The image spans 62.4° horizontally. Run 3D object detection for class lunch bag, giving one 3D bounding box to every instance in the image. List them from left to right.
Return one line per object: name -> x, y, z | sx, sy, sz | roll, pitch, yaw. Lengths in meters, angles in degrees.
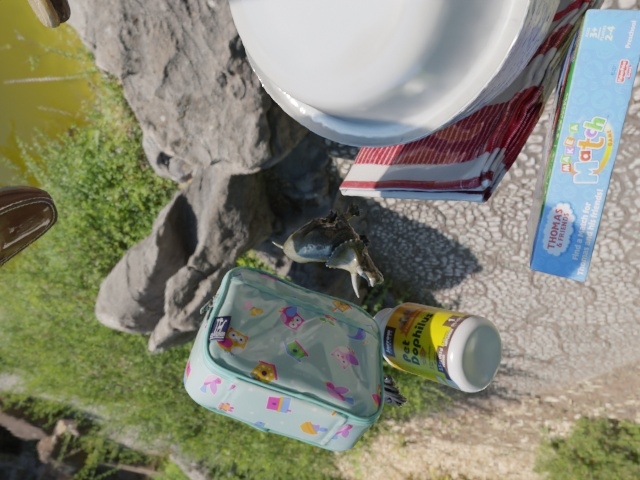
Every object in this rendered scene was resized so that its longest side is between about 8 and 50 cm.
lunch bag -> -0.046, 0.157, 0.768 | 0.279, 0.224, 0.108 | 23, 128, -11

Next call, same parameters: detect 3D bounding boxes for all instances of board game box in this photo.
board game box -> 0.196, -0.071, 0.413 | 0.039, 0.160, 0.211 | 12, -167, 20

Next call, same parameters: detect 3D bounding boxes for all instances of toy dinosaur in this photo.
toy dinosaur -> 0.000, 0.000, 1.100 | 0.313, 0.160, 0.121 | 11, 120, 32

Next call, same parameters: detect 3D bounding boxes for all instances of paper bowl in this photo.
paper bowl -> 0.036, -0.218, 0.428 | 0.284, 0.148, 0.284 | 18, 122, 32

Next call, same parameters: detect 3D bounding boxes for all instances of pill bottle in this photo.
pill bottle -> 0.181, 0.168, 0.879 | 0.117, 0.117, 0.215 | 32, 164, -31

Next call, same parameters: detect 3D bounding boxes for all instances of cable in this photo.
cable -> 0.079, 0.281, 1.036 | 0.184, 0.047, 0.150 | -5, 147, 39

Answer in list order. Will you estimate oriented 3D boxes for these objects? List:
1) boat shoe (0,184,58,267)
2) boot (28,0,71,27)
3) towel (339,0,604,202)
boat shoe -> -0.503, 0.035, 0.726 | 0.116, 0.324, 0.123 | 28, 140, 26
boot -> -0.299, -0.405, 0.686 | 0.206, 0.248, 0.090 | -18, 175, -22
towel -> 0.169, -0.186, 0.609 | 0.037, 0.329, 0.237 | 41, 164, -29
